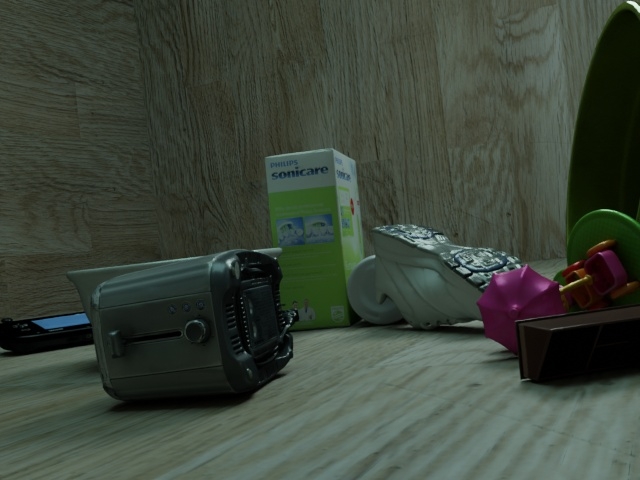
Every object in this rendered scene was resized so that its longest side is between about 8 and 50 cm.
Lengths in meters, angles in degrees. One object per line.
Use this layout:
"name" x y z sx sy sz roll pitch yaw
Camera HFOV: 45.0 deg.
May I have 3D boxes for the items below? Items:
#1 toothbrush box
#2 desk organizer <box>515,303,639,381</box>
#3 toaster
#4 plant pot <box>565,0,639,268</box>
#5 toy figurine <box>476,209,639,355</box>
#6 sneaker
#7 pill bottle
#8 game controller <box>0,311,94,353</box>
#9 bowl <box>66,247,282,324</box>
"toothbrush box" 0.000 0.000 1.311 0.122 0.283 0.206 -7 -2 13
"desk organizer" 0.222 0.079 0.593 0.130 0.047 0.050 -6 1 -14
"toaster" -0.117 0.080 0.743 0.147 0.129 0.227 -9 0 12
"plant pot" 0.502 -0.076 0.887 0.353 0.366 0.366 5 0 6
"toy figurine" 0.222 0.060 0.761 0.159 0.130 0.173 -16 -19 -23
"sneaker" 0.172 0.066 1.027 0.111 0.129 0.297 -4 16 -28
"pill bottle" 0.114 0.073 1.246 0.108 0.108 0.193 -7 -1 15
"game controller" -0.453 0.163 1.486 0.319 0.067 0.166 -6 -1 -35
"bowl" -0.193 0.091 1.069 0.298 0.134 0.298 -6 -1 0
